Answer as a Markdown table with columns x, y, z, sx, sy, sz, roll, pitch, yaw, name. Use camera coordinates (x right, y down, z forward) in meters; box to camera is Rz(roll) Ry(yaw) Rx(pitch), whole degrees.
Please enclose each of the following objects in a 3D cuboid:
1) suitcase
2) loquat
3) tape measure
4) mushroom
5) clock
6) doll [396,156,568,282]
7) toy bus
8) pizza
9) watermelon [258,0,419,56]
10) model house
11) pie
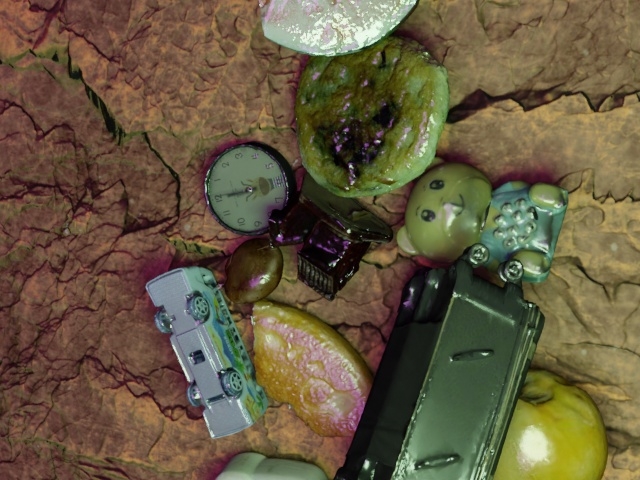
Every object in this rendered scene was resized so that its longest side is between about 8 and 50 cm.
| x | y | z | sx | sy | sz | roll | pitch | yaw | name |
| --- | --- | --- | --- | --- | --- | --- | --- | --- | --- |
| 0.179 | 0.241 | 1.226 | 0.194 | 0.283 | 0.433 | 26 | 73 | -7 | suitcase |
| 0.358 | 0.338 | 1.320 | 0.244 | 0.244 | 0.243 | 3 | 98 | 19 | loquat |
| -0.098 | 0.556 | 1.553 | 0.265 | 0.130 | 0.258 | 3 | 101 | 13 | tape measure |
| -0.142 | 0.062 | 1.511 | 0.080 | 0.135 | 0.171 | 32 | 136 | -27 | mushroom |
| -0.137 | -0.098 | 1.521 | 0.185 | 0.040 | 0.184 | 2 | 98 | 18 | clock |
| 0.268 | -0.036 | 1.328 | 0.261 | 0.161 | 0.176 | 15 | 88 | 16 | doll |
| -0.214 | 0.206 | 1.536 | 0.109 | 0.136 | 0.329 | -23 | 90 | 24 | toy bus |
| -0.014 | 0.254 | 1.509 | 0.365 | 0.074 | 0.182 | 39 | 106 | 10 | pizza |
| 0.046 | -0.428 | 1.329 | 0.305 | 0.180 | 0.223 | -11 | 64 | 4 | watermelon |
| 0.001 | -0.006 | 1.449 | 0.203 | 0.141 | 0.164 | 42 | 121 | 17 | model house |
| 0.076 | -0.221 | 1.377 | 0.323 | 0.071 | 0.323 | -5 | 81 | 33 | pie |
